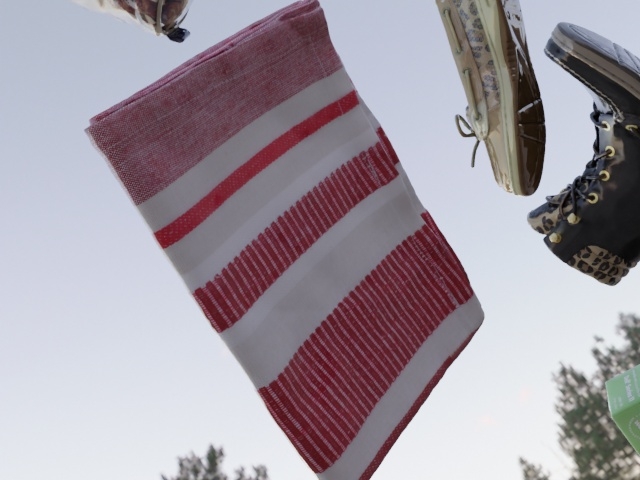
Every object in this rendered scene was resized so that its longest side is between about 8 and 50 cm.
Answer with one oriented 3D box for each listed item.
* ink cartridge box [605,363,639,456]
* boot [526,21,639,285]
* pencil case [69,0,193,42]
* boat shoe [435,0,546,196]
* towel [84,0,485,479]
[{"bbox_3d":[0.657,0.243,1.275,0.353,0.207,0.119,-35,6,22],"label":"ink cartridge box"},{"bbox_3d":[0.415,-0.113,1.214,0.377,0.138,0.284,32,-59,-15],"label":"boot"},{"bbox_3d":[-0.361,-0.413,1.143,0.183,0.410,0.160,-14,-56,-85],"label":"pencil case"},{"bbox_3d":[0.204,-0.189,0.985,0.089,0.285,0.104,-11,-4,33],"label":"boat shoe"},{"bbox_3d":[0.000,0.000,0.628,0.037,0.329,0.237,-15,22,47],"label":"towel"}]
